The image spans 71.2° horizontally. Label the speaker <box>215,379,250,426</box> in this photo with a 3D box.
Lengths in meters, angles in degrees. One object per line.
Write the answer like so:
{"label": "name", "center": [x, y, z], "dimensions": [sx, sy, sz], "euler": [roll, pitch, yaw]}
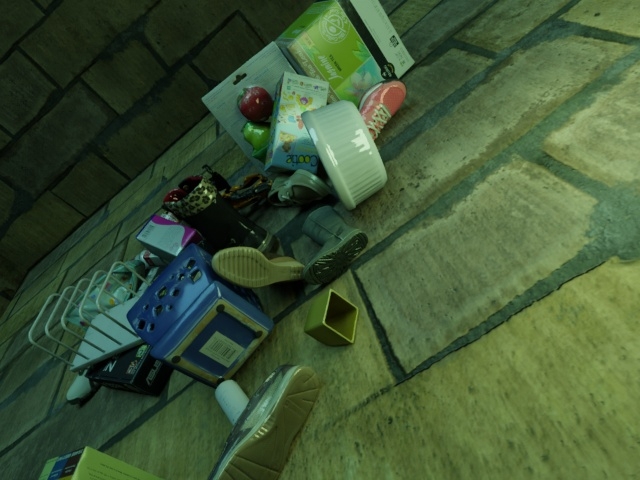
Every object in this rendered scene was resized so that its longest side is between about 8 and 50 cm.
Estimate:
{"label": "speaker", "center": [-0.166, 0.335, 0.897], "dimensions": [0.055, 0.055, 0.136], "euler": [-51, 32, -12]}

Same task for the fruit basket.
{"label": "fruit basket", "center": [-0.174, -0.433, 1.539], "dimensions": [0.326, 0.353, 0.165], "euler": [-30, 19, 22]}

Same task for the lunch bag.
{"label": "lunch bag", "center": [-0.708, 0.182, 1.546], "dimensions": [0.262, 0.160, 0.223], "euler": [-51, 10, -5]}

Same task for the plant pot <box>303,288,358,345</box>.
{"label": "plant pot", "center": [0.014, 0.160, 0.882], "dimensions": [0.083, 0.081, 0.082], "euler": [-30, 33, 40]}

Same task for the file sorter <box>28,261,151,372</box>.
{"label": "file sorter", "center": [-0.627, 0.208, 1.254], "dimensions": [0.277, 0.173, 0.193], "euler": [-24, 38, 18]}

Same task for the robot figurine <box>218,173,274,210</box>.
{"label": "robot figurine", "center": [-0.282, -0.140, 1.473], "dimensions": [0.290, 0.085, 0.211], "euler": [-25, 3, 4]}

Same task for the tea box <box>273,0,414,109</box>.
{"label": "tea box", "center": [0.073, -0.625, 1.500], "dimensions": [0.323, 0.329, 0.220], "euler": [-43, 32, 3]}

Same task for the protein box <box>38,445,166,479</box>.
{"label": "protein box", "center": [-0.430, 0.530, 0.826], "dimensions": [0.135, 0.200, 0.201], "euler": [-27, 35, 25]}

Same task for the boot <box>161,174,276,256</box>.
{"label": "boot", "center": [-0.338, -0.043, 1.319], "dimensions": [0.377, 0.284, 0.138], "euler": [-4, 49, 47]}

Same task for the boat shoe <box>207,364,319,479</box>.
{"label": "boat shoe", "center": [-0.109, 0.344, 0.787], "dimensions": [0.092, 0.103, 0.285], "euler": [-5, 45, 53]}

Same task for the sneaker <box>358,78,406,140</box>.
{"label": "sneaker", "center": [0.141, -0.329, 1.310], "dimensions": [0.314, 0.116, 0.136], "euler": [-42, 41, 16]}

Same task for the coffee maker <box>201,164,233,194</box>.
{"label": "coffee maker", "center": [-0.442, -0.175, 1.704], "dimensions": [0.178, 0.171, 0.120], "euler": [-29, 7, 18]}

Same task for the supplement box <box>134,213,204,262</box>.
{"label": "supplement box", "center": [-0.510, 0.007, 1.550], "dimensions": [0.219, 0.114, 0.111], "euler": [19, 64, 31]}

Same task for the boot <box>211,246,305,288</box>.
{"label": "boot", "center": [-0.177, 0.063, 1.077], "dimensions": [0.206, 0.248, 0.090], "euler": [3, 84, 53]}

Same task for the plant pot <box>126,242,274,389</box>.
{"label": "plant pot", "center": [-0.262, 0.187, 1.025], "dimensions": [0.236, 0.236, 0.212], "euler": [-49, 39, -6]}

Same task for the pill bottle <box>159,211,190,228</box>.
{"label": "pill bottle", "center": [-0.577, -0.079, 1.789], "dimensions": [0.121, 0.121, 0.216], "euler": [5, 56, 51]}

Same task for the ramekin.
{"label": "ramekin", "center": [0.065, -0.217, 1.106], "dimensions": [0.127, 0.273, 0.273], "euler": [-26, 34, 6]}

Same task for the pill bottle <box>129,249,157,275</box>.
{"label": "pill bottle", "center": [-0.690, 0.092, 1.751], "dimensions": [0.152, 0.086, 0.086], "euler": [-31, 33, 18]}

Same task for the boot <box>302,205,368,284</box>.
{"label": "boot", "center": [0.000, 0.002, 1.085], "dimensions": [0.189, 0.076, 0.208], "euler": [-35, 37, -12]}

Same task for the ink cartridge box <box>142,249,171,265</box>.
{"label": "ink cartridge box", "center": [-0.572, 0.041, 1.664], "dimensions": [0.135, 0.056, 0.099], "euler": [-3, 45, 17]}

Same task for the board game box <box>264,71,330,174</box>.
{"label": "board game box", "center": [-0.076, -0.343, 1.367], "dimensions": [0.142, 0.144, 0.276], "euler": [-175, 94, -74]}

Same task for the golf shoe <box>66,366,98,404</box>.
{"label": "golf shoe", "center": [-0.723, 0.381, 1.417], "dimensions": [0.105, 0.120, 0.273], "euler": [13, 63, 52]}

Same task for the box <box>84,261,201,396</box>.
{"label": "box", "center": [-0.494, 0.248, 1.334], "dimensions": [0.318, 0.097, 0.395], "euler": [-12, 45, 43]}

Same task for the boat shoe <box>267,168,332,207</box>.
{"label": "boat shoe", "center": [-0.070, -0.138, 1.307], "dimensions": [0.098, 0.109, 0.302], "euler": [-57, 28, -12]}
